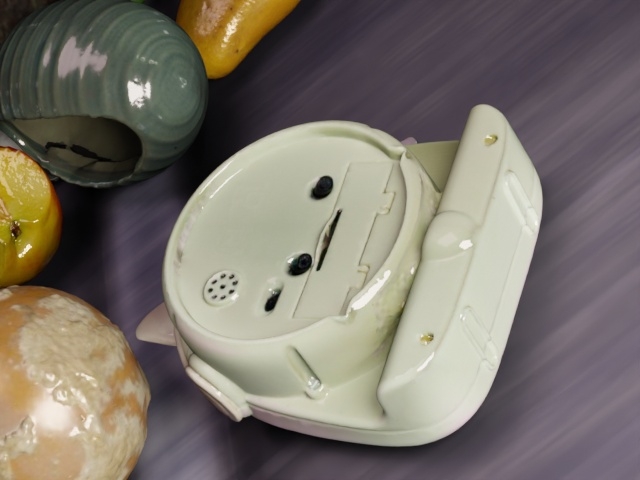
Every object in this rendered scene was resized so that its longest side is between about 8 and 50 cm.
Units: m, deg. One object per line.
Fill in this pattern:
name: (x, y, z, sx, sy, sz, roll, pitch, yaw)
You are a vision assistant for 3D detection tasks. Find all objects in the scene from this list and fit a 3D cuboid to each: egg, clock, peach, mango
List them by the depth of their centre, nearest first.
clock: (-0.003, 0.021, 1.266, 0.324, 0.108, 0.265, 0, 56, 30)
egg: (-0.241, 0.136, 1.340, 0.203, 0.203, 0.245, -39, 28, 8)
peach: (-0.320, -0.011, 1.609, 0.151, 0.118, 0.151, -5, 69, 13)
mango: (-0.082, -0.247, 1.630, 0.178, 0.090, 0.115, -50, 46, 7)

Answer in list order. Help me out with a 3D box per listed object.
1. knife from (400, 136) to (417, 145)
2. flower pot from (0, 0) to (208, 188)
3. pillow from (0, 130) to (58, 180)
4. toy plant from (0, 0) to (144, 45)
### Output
knife: (-0.002, 0.000, 1.384, 0.058, 0.032, 0.244, 14, 62, 52)
flower pot: (-0.216, -0.146, 1.571, 0.243, 0.189, 0.157, -1, 58, 40)
pillow: (-0.335, -0.111, 1.700, 0.055, 0.136, 0.091, -41, 21, -29)
toy plant: (-0.296, -0.252, 1.769, 0.218, 0.175, 0.235, -22, 12, 16)
